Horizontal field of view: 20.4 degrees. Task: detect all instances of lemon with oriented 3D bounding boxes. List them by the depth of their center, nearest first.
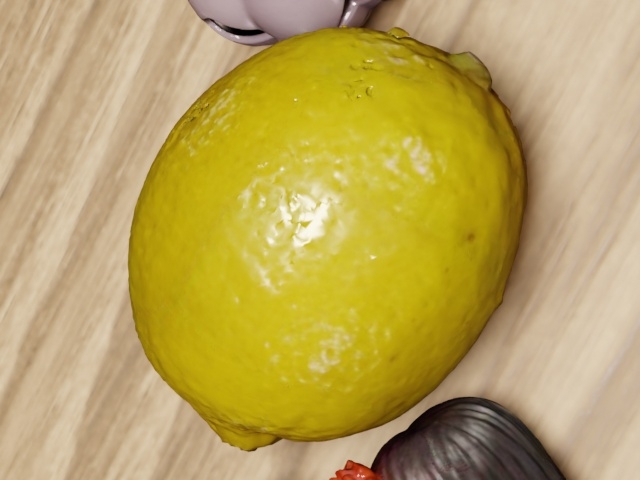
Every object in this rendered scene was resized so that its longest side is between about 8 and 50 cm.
[{"bbox_3d":[0.002,-0.004,1.087,0.236,0.236,0.263,41,80,19],"label":"lemon"}]

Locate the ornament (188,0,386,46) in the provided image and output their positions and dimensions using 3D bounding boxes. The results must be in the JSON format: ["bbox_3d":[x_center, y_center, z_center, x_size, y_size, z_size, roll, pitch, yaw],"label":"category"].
[{"bbox_3d":[-0.025,-0.211,1.145,0.177,0.177,0.177,-1,86,21],"label":"ornament"}]

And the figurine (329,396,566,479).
[{"bbox_3d":[0.123,0.203,1.079,0.245,0.138,0.110,44,132,16],"label":"figurine"}]
